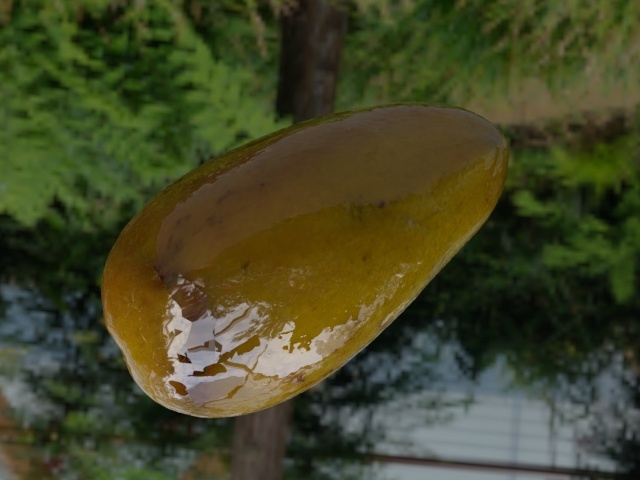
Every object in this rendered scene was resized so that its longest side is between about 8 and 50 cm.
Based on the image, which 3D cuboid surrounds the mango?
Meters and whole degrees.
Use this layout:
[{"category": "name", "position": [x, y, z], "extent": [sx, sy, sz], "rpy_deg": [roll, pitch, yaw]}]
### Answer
[{"category": "mango", "position": [0.000, 0.000, 0.709], "extent": [0.219, 0.112, 0.145], "rpy_deg": [-28, -179, -27]}]
